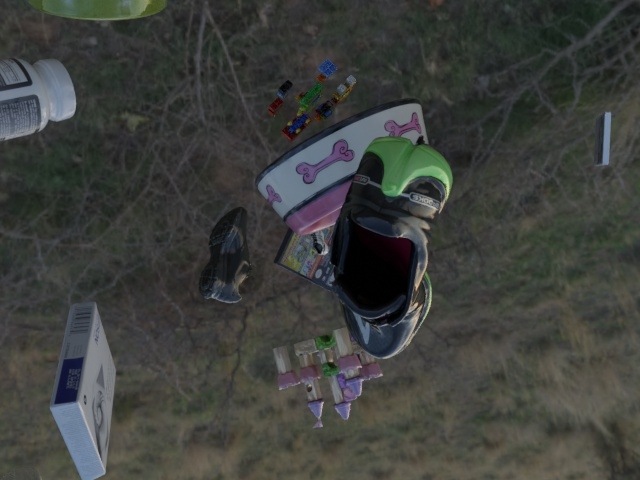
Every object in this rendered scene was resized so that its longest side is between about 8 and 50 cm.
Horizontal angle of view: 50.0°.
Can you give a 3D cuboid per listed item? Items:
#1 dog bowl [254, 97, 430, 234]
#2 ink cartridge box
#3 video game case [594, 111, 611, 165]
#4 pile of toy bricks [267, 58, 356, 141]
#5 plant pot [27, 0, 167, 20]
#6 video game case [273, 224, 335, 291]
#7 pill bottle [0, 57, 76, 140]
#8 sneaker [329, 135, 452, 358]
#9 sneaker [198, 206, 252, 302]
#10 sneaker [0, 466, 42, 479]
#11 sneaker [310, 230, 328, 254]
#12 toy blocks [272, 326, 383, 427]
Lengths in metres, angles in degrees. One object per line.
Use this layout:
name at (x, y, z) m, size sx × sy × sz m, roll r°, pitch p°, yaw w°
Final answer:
dog bowl at (0.068, -0.148, 1.519) m, size 0.407 × 0.150 × 0.408 m, roll -25°, pitch 175°, yaw -2°
ink cartridge box at (-0.359, 0.250, 1.078) m, size 0.045 × 0.223 × 0.224 m, roll -7°, pitch 126°, yaw -7°
video game case at (0.488, -0.174, 1.189) m, size 0.011 × 0.087 × 0.122 m, roll 3°, pitch -175°, yaw 16°
pile of toy bricks at (-0.028, -0.306, 1.540) m, size 0.212 × 0.118 × 0.105 m, roll -46°, pitch 177°, yaw -17°
plant pot at (-0.374, -0.560, 1.113) m, size 0.366 × 0.366 × 0.353 m, roll -2°, pitch 122°, yaw -14°
video game case at (0.000, 0.000, 2.271) m, size 0.248 × 0.275 × 0.035 m, roll 29°, pitch 172°, yaw -33°
pill bottle at (-0.664, -0.286, 1.412) m, size 0.278 × 0.162 × 0.162 m, roll -24°, pitch 167°, yaw -39°
sneaker at (0.080, 0.053, 1.079) m, size 0.185 × 0.202 × 0.483 m, roll 20°, pitch 145°, yaw 18°
sneaker at (-0.251, 0.044, 1.947) m, size 0.130 × 0.286 × 0.109 m, roll 27°, pitch 159°, yaw -34°
sneaker at (-0.760, 0.741, 1.701) m, size 0.131 × 0.350 × 0.148 m, roll -1°, pitch 128°, yaw -9°
sneaker at (-0.008, -0.001, 1.774) m, size 0.032 × 0.083 × 0.037 m, roll -31°, pitch 174°, yaw 27°
toy blocks at (0.067, 0.401, 2.047) m, size 0.288 × 0.260 × 0.309 m, roll -22°, pitch 169°, yaw 30°
